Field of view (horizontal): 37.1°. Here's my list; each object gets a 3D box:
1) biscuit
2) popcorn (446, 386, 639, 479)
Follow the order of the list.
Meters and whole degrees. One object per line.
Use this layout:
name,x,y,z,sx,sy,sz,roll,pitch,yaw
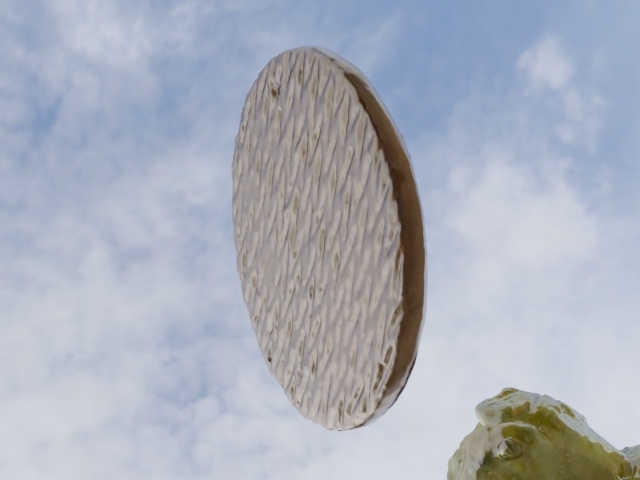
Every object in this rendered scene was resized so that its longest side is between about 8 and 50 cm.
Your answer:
biscuit,0.001,0.000,0.647,0.037,0.262,0.262,-9,-91,-27
popcorn,0.204,0.230,0.831,0.168,0.195,0.173,-65,-28,-5
